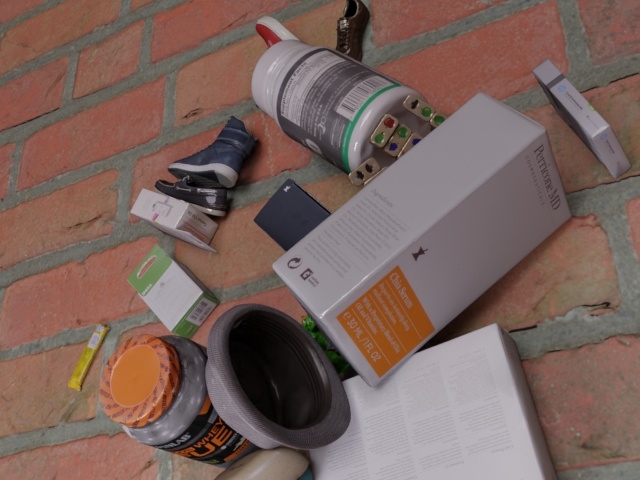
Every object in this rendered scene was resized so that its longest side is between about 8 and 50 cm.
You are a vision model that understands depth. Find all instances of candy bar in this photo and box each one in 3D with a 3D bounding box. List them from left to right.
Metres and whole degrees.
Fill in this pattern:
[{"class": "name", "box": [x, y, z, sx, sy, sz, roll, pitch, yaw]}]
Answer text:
[{"class": "candy bar", "box": [-0.523, 0.260, 1.888, 0.040, 0.018, 0.161, 16, 75, 34]}]

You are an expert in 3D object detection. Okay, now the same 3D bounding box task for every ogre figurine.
[{"class": "ogre figurine", "box": [0.016, 0.185, 1.523, 0.118, 0.097, 0.197, 14, 68, 45]}]

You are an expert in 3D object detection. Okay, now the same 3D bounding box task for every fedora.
[{"class": "fedora", "box": [-0.092, 0.241, 1.369, 0.275, 0.244, 0.124, 54, 127, 14]}]

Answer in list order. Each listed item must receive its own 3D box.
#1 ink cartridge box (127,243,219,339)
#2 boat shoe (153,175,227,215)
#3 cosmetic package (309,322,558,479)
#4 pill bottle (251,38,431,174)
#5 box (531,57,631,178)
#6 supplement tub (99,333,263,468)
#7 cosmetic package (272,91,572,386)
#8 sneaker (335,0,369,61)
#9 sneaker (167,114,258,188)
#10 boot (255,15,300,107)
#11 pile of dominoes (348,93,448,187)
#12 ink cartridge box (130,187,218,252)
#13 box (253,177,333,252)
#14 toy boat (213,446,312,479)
[{"class": "ink cartridge box", "box": [-0.320, 0.109, 1.805, 0.109, 0.062, 0.209, -51, 50, 0]}, {"class": "boat shoe", "box": [-0.289, -0.112, 1.883, 0.206, 0.075, 0.064, 21, 101, 31]}, {"class": "cosmetic package", "box": [0.165, 0.336, 1.350, 0.377, 0.097, 0.284, -24, 53, 21]}, {"class": "pill bottle", "box": [0.032, -0.268, 1.679, 0.204, 0.204, 0.361, -52, 50, -1]}, {"class": "box", "box": [0.442, -0.207, 1.419, 0.038, 0.145, 0.186, -37, 51, 14]}, {"class": "supplement tub", "box": [-0.228, 0.286, 1.490, 0.194, 0.316, 0.193, -15, 59, 27]}, {"class": "cosmetic package", "box": [0.175, -0.001, 1.368, 0.453, 0.230, 0.161, -40, 45, -6]}, {"class": "sneaker", "box": [0.055, -0.454, 1.845, 0.066, 0.071, 0.188, -2, 65, 32]}, {"class": "sneaker", "box": [-0.239, -0.201, 1.902, 0.226, 0.086, 0.163, 5, 62, 42]}, {"class": "boot", "box": [-0.115, -0.401, 1.923, 0.176, 0.088, 0.244, -47, 54, 6]}, {"class": "pile of dominoes", "box": [0.200, -0.127, 1.498, 0.251, 0.040, 0.196, 32, 91, -5]}, {"class": "ink cartridge box", "box": [-0.308, -0.043, 1.842, 0.198, 0.115, 0.067, 19, 78, 37]}, {"class": "box", "box": [0.000, 0.000, 1.558, 0.108, 0.207, 0.153, -49, 50, 2]}, {"class": "toy boat", "box": [-0.150, 0.480, 1.388, 0.318, 0.267, 0.148, -37, 88, -29]}]
